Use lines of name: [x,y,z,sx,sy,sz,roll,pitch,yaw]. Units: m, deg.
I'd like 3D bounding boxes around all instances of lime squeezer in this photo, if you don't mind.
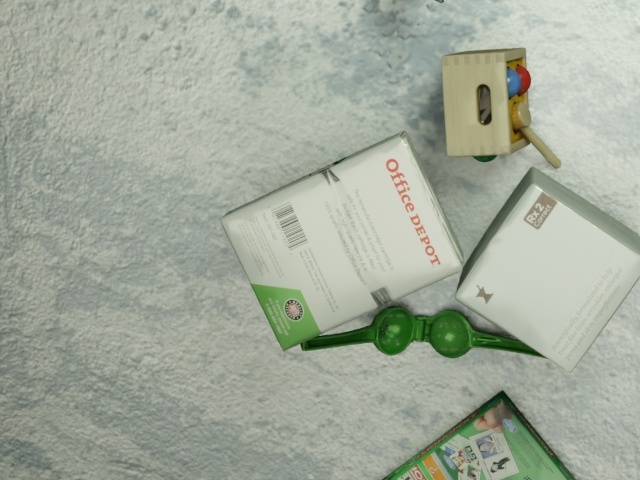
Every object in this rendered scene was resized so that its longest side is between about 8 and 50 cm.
lime squeezer: [0.126,0.107,1.785,0.310,0.110,0.059,4,85,-9]

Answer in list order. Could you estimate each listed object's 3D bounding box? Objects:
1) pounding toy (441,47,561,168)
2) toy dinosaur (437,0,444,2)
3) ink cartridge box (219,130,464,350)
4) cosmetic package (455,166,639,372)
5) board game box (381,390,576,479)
pounding toy: [0.202,-0.141,1.730,0.100,0.130,0.141,-1,99,20]
toy dinosaur: [0.164,-0.356,1.647,0.200,0.296,0.127,-20,67,-27]
ink cartridge box: [0.028,-0.002,1.684,0.219,0.092,0.160,-24,96,10]
cosmetic package: [0.252,0.027,1.712,0.151,0.184,0.151,33,102,2]
board game box: [0.230,0.365,1.841,0.213,0.046,0.317,-38,93,13]
